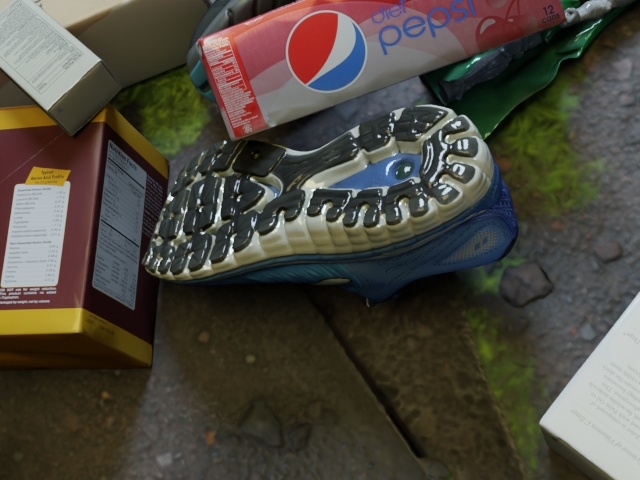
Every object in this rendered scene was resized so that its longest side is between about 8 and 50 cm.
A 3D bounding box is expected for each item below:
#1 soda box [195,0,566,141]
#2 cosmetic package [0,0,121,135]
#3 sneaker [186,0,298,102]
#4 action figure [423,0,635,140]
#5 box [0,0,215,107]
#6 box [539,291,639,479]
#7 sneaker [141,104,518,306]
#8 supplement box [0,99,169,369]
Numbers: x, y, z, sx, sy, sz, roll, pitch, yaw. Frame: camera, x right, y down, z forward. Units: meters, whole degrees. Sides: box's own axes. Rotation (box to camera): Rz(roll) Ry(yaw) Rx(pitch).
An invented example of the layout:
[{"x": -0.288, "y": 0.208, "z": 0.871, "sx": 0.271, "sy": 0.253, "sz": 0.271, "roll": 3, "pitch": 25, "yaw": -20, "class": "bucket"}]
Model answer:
[{"x": 0.044, "y": -0.161, "z": 0.802, "sx": 0.263, "sy": 0.092, "sz": 0.083, "roll": -18, "pitch": 102, "yaw": 7, "class": "soda box"}, {"x": -0.218, "y": -0.141, "z": 0.839, "sx": 0.060, "sy": 0.041, "sz": 0.115, "roll": -44, "pitch": 61, "yaw": -7, "class": "cosmetic package"}, {"x": 0.011, "y": -0.252, "z": 0.929, "sx": 0.341, "sy": 0.125, "sz": 0.139, "roll": -42, "pitch": 43, "yaw": -3, "class": "sneaker"}, {"x": 0.188, "y": -0.196, "z": 0.873, "sx": 0.232, "sy": 0.063, "sz": 0.137, "roll": -33, "pitch": 65, "yaw": 0, "class": "action figure"}, {"x": -0.252, "y": -0.207, "z": 0.967, "sx": 0.311, "sy": 0.121, "sz": 0.148, "roll": -21, "pitch": 68, "yaw": 8, "class": "box"}, {"x": 0.255, "y": 0.107, "z": 0.728, "sx": 0.130, "sy": 0.091, "sz": 0.170, "roll": 37, "pitch": 84, "yaw": 23, "class": "box"}, {"x": 0.000, "y": 0.000, "z": 0.819, "sx": 0.330, "sy": 0.147, "sz": 0.129, "roll": -5, "pitch": 56, "yaw": 36, "class": "sneaker"}, {"x": -0.247, "y": 0.001, "z": 0.889, "sx": 0.191, "sy": 0.129, "sz": 0.194, "roll": -3, "pitch": 71, "yaw": 16, "class": "supplement box"}]
